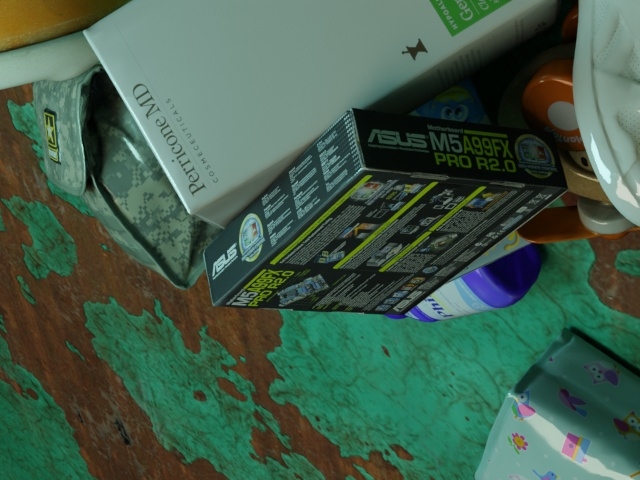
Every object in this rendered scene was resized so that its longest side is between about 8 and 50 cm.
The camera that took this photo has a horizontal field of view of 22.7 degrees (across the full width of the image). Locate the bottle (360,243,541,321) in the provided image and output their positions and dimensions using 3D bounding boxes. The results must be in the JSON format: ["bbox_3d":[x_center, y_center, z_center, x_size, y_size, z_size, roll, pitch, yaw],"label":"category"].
[{"bbox_3d":[0.124,0.035,1.818,0.118,0.092,0.283,51,149,-15],"label":"bottle"}]

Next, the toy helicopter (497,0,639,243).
[{"bbox_3d":[0.325,-0.052,1.455,0.355,0.140,0.235,27,140,6],"label":"toy helicopter"}]

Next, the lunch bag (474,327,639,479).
[{"bbox_3d":[0.301,0.265,1.818,0.223,0.160,0.262,34,141,17],"label":"lunch bag"}]

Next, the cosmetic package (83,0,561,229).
[{"bbox_3d":[0.006,-0.186,1.395,0.197,0.365,0.155,58,-177,7],"label":"cosmetic package"}]

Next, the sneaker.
[{"bbox_3d":[0.291,-0.166,1.263,0.169,0.108,0.292,-20,71,53],"label":"sneaker"}]

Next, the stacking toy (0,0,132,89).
[{"bbox_3d":[-0.391,-0.414,1.765,0.350,0.350,0.480,7,117,46],"label":"stacking toy"}]

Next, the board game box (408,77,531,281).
[{"bbox_3d":[0.092,-0.110,1.590,0.275,0.142,0.144,62,-176,-25],"label":"board game box"}]

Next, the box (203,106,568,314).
[{"bbox_3d":[0.052,-0.017,1.412,0.270,0.216,0.060,-42,51,49],"label":"box"}]

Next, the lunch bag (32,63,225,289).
[{"bbox_3d":[-0.235,-0.100,1.938,0.287,0.169,0.235,51,169,-21],"label":"lunch bag"}]
